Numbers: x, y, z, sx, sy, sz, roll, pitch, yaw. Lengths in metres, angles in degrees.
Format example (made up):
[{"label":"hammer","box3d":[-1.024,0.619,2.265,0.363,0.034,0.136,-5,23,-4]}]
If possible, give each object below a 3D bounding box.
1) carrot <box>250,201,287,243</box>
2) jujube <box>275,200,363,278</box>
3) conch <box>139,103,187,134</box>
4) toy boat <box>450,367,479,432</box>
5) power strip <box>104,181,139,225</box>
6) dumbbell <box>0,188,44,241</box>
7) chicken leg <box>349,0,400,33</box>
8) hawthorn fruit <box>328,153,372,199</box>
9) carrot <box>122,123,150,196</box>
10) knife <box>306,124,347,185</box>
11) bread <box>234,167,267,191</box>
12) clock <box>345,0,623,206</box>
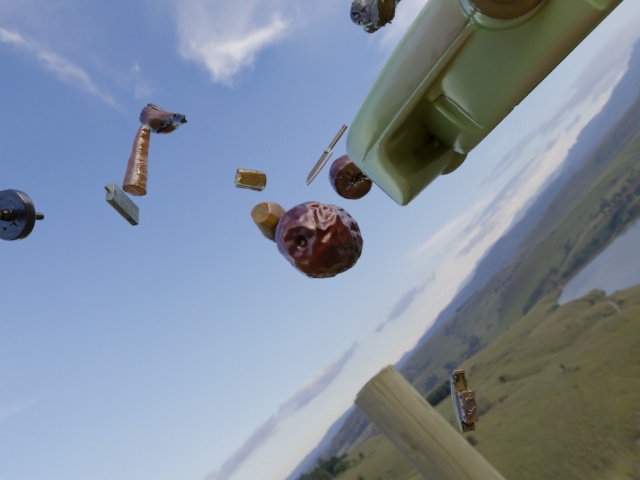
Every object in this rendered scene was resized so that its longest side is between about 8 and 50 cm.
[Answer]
[{"label":"carrot","box3d":[-0.100,-0.025,1.444,0.114,0.114,0.302,-47,-44,7]},{"label":"jujube","box3d":[0.000,0.000,0.986,0.174,0.174,0.250,-51,-16,17]},{"label":"conch","box3d":[-0.488,-0.361,1.338,0.080,0.233,0.086,-43,-35,-24]},{"label":"toy boat","box3d":[0.466,0.518,1.434,0.057,0.200,0.077,-6,-10,-11]},{"label":"power strip","box3d":[-0.447,-0.083,0.996,0.019,0.050,0.136,-10,-29,3]},{"label":"dumbbell","box3d":[-0.852,-0.066,1.123,0.143,0.143,0.325,-50,-11,13]},{"label":"chicken leg","box3d":[0.200,-0.567,0.814,0.140,0.211,0.360,12,-76,-30]},{"label":"hawthorn fruit","box3d":[0.091,-0.215,1.406,0.149,0.189,0.149,-10,-50,-12]},{"label":"carrot","box3d":[-0.481,-0.223,1.180,0.061,0.209,0.061,-1,-22,0]},{"label":"knife","box3d":[0.020,-0.282,1.442,0.022,0.046,0.256,43,-105,-36]},{"label":"bread","box3d":[-0.233,-0.203,1.481,0.106,0.072,0.053,7,-11,-26]},{"label":"clock","box3d":[0.191,-0.206,0.449,0.286,0.117,0.348,-39,-8,-40]}]
